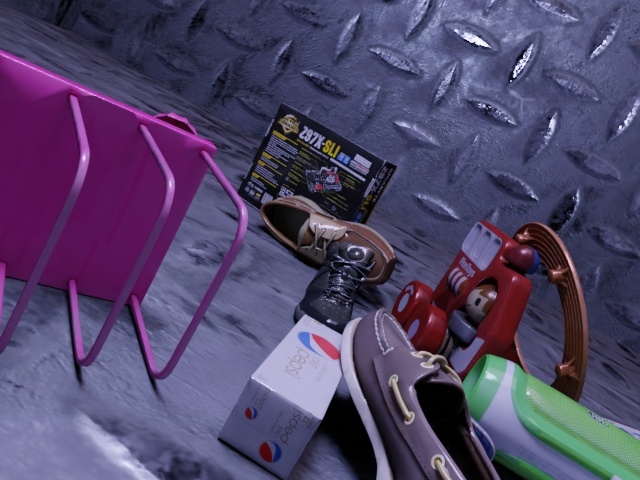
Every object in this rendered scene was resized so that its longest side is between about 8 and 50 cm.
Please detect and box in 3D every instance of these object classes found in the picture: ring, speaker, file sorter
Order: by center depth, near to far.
[{"bbox_3d":[-0.238,-0.021,0.479,0.291,0.202,0.182,21,16,-34],"label":"file sorter"},{"bbox_3d":[0.315,0.268,0.718,0.297,0.131,0.131,31,12,10],"label":"speaker"},{"bbox_3d":[0.356,0.137,0.966,0.032,0.336,0.336,-1,15,-2],"label":"ring"}]

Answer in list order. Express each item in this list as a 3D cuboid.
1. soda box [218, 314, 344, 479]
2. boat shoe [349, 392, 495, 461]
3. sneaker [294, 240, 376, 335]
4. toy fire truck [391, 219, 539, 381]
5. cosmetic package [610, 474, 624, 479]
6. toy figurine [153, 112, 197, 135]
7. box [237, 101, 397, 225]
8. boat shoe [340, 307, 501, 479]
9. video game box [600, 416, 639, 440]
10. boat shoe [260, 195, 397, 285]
[{"bbox_3d":[-0.024,0.146,0.587,0.074,0.069,0.216,30,11,6],"label":"soda box"},{"bbox_3d":[0.126,0.204,0.691,0.183,0.066,0.066,31,11,11],"label":"boat shoe"},{"bbox_3d":[0.026,0.070,0.878,0.087,0.130,0.227,27,14,-1],"label":"sneaker"},{"bbox_3d":[0.258,0.101,0.966,0.169,0.254,0.302,27,12,-6],"label":"toy fire truck"},{"bbox_3d":[0.374,0.382,0.444,0.284,0.097,0.377,33,12,12],"label":"cosmetic package"},{"bbox_3d":[-0.278,-0.145,1.003,0.130,0.159,0.173,22,14,-29],"label":"toy figurine"},{"bbox_3d":[-0.018,-0.139,1.338,0.322,0.257,0.079,34,12,27],"label":"box"},{"bbox_3d":[0.097,0.167,0.538,0.117,0.097,0.324,38,20,-24],"label":"boat shoe"},{"bbox_3d":[0.557,0.386,0.968,0.187,0.048,0.205,21,14,-24],"label":"video game box"},{"bbox_3d":[0.000,0.000,1.174,0.324,0.122,0.120,27,14,34],"label":"boat shoe"}]
